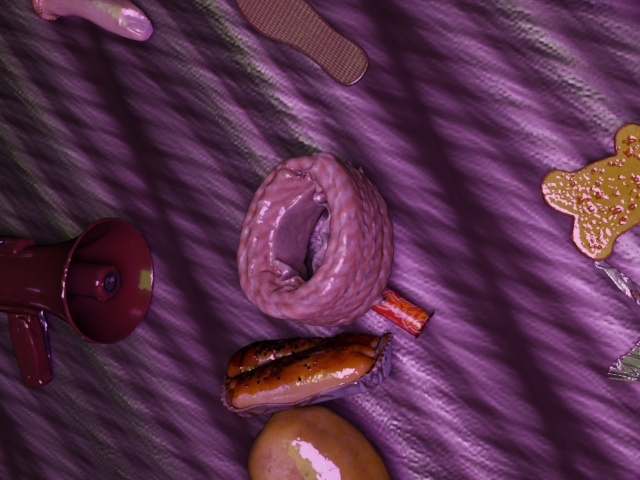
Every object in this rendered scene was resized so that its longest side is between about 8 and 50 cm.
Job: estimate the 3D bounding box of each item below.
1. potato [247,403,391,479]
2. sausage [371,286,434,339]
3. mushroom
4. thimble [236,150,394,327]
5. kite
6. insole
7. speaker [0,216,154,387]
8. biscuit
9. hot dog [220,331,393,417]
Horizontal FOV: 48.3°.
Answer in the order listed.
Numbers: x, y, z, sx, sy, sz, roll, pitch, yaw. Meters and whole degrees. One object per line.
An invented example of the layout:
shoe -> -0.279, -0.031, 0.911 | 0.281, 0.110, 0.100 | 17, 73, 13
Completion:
potato -> 0.000, 0.351, 1.028 | 0.228, 0.148, 0.197 | 34, 87, 11
sausage -> 0.094, 0.087, 1.051 | 0.145, 0.048, 0.050 | 32, 102, 16
mushroom -> -0.372, -0.380, 1.163 | 0.209, 0.071, 0.084 | 21, 63, 11
thimble -> -0.005, 0.005, 1.007 | 0.196, 0.148, 0.228 | -9, 73, 32
kite -> 0.468, 0.105, 0.959 | 0.250, 0.012, 0.229 | 44, 99, 11
insole -> -0.030, -0.326, 1.098 | 0.253, 0.005, 0.086 | 38, 101, 12
speaker -> -0.438, 0.095, 1.181 | 0.330, 0.198, 0.259 | -4, 130, 30
biscuit -> 0.428, -0.077, 0.955 | 0.240, 0.035, 0.158 | -27, 86, 15
hot dog -> -0.023, 0.183, 1.024 | 0.271, 0.162, 0.081 | -15, 102, 16
